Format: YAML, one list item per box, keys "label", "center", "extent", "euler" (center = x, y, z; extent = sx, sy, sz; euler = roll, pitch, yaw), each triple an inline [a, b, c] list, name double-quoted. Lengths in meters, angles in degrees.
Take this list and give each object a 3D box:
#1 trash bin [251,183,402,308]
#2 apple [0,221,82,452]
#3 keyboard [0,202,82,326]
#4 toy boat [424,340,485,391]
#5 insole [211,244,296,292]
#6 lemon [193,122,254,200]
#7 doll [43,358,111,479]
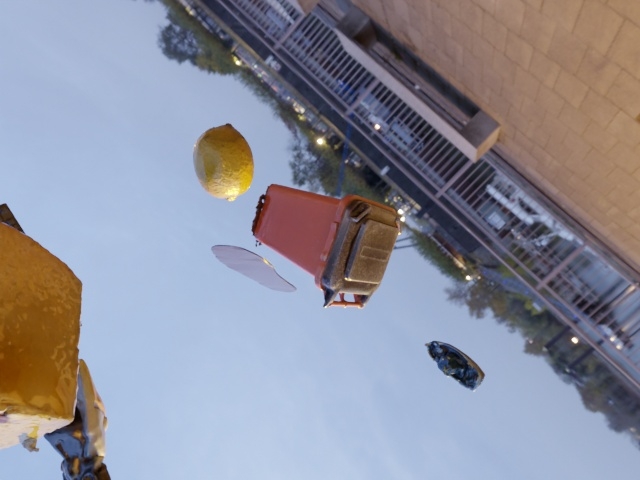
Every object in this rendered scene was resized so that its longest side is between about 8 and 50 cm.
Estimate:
- label: "trash bin"
  center: [0.000, 0.000, 0.819]
  extent: [0.238, 0.185, 0.161]
  euler: [21, -174, 40]
- label: "apple"
  center: [-0.433, 0.122, 0.497]
  extent: [0.252, 0.314, 0.309]
  euler: [22, 165, 33]
- label: "keyboard"
  center: [-0.611, 0.079, 0.954]
  extent: [0.018, 0.101, 0.310]
  euler: [9, 125, 44]
- label: "toy boat"
  center: [0.268, 0.249, 0.934]
  extent: [0.060, 0.060, 0.137]
  euler: [1, -154, -34]
- label: "insole"
  center: [-0.133, 0.066, 0.978]
  extent: [0.111, 0.007, 0.328]
  euler: [2, 160, 19]
- label: "lemon"
  center: [-0.132, -0.102, 0.633]
  extent: [0.082, 0.111, 0.082]
  euler: [-1, -153, 0]
- label: "doll"
  center: [-0.439, 0.361, 0.834]
  extent: [0.103, 0.145, 0.317]
  euler: [-10, -97, -38]
